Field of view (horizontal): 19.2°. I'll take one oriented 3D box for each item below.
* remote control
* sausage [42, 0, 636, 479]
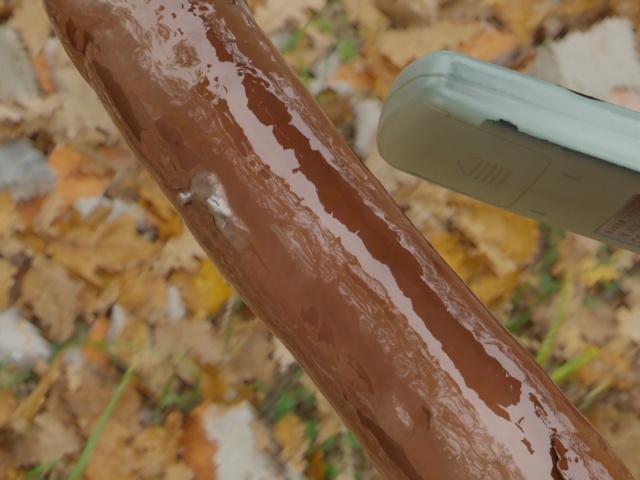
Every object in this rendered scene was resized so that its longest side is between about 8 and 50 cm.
[{"bbox_3d":[0.181,-0.042,1.208,0.296,0.140,0.056,18,69,-5],"label":"remote control"},{"bbox_3d":[0.000,0.000,0.883,0.419,0.094,0.094,52,10,25],"label":"sausage"}]
